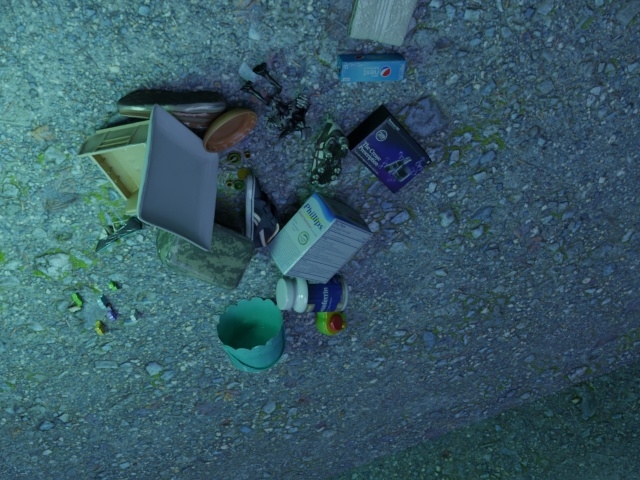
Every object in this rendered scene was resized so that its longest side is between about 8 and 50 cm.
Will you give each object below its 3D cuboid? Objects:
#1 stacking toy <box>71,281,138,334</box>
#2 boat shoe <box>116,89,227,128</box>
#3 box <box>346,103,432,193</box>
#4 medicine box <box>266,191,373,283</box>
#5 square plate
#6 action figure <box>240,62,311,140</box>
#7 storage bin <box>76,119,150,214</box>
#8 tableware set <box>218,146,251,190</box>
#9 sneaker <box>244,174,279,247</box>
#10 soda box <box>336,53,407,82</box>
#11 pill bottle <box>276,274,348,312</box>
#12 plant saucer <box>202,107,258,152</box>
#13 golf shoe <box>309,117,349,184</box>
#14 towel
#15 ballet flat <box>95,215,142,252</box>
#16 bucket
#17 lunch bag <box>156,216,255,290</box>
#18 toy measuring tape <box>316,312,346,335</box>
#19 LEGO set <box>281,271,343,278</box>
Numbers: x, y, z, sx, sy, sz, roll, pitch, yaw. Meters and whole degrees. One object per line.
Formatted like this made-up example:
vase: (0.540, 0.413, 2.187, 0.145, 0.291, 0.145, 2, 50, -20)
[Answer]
stacking toy: (-0.835, 0.266, 2.038, 0.167, 0.052, 0.221, -19, 128, 0)
boat shoe: (-0.449, -0.385, 1.598, 0.324, 0.123, 0.116, -1, 129, -12)
box: (0.239, -0.317, 1.841, 0.184, 0.103, 0.261, -43, 125, 15)
medicine box: (0.000, 0.000, 1.928, 0.289, 0.149, 0.263, -47, 147, 17)
square plate: (-0.421, -0.172, 1.560, 0.049, 0.344, 0.347, -5, 163, 20)
action figure: (-0.120, -0.415, 1.648, 0.164, 0.141, 0.275, -46, 123, 6)
storage bin: (-0.570, -0.221, 1.630, 0.260, 0.123, 0.262, -6, 139, 17)
tableware set: (-0.286, -0.245, 1.807, 0.104, 0.024, 0.154, 17, 120, -26)
sneaker: (-0.211, -0.104, 1.872, 0.127, 0.126, 0.321, -1, 138, -8)
soda box: (0.161, -0.549, 1.659, 0.210, 0.071, 0.067, -5, 128, -11)
pill bottle: (-0.034, 0.212, 2.088, 0.264, 0.153, 0.153, 1, 126, -23)
plant saucer: (-0.289, -0.352, 1.650, 0.200, 0.200, 0.037, -36, 83, 14)
golf shoe: (0.025, -0.296, 1.807, 0.105, 0.120, 0.273, -1, 150, -22)
towel: (0.203, -0.728, 1.549, 0.187, 0.049, 0.282, 4, 126, -17)
ballet flat: (-0.720, -0.028, 1.839, 0.203, 0.074, 0.074, -26, 129, 13)
bucket: (-0.276, 0.394, 2.153, 0.281, 0.281, 0.183, -12, 132, -5)
lunch bag: (-0.416, 0.013, 1.825, 0.305, 0.256, 0.213, 23, 92, -31)
toy measuring tape: (-0.003, 0.333, 2.250, 0.121, 0.121, 0.330, -43, 132, 19)
LEGO set: (-0.045, 0.162, 2.162, 0.244, 0.060, 0.182, -28, 125, 8)
